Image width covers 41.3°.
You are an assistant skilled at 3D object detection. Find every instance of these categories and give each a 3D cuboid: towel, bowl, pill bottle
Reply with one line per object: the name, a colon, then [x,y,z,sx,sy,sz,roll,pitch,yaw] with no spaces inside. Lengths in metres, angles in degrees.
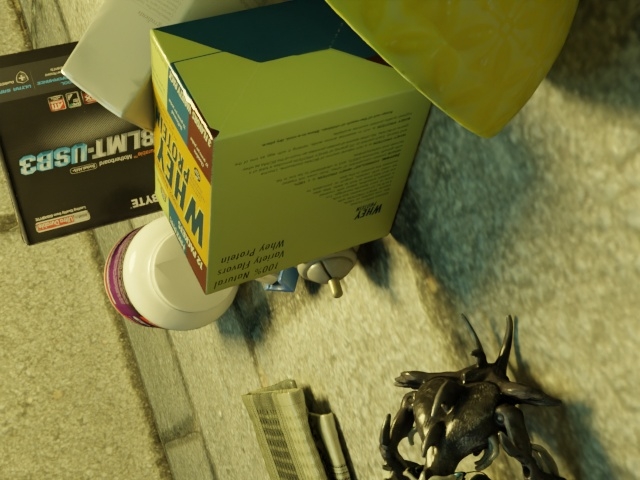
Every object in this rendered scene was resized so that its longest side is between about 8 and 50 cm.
towel: [-0.014,0.360,1.248,0.324,0.056,0.312,69,161,4]
bowl: [0.057,-0.214,0.466,0.156,0.289,0.289,-41,59,19]
pill bottle: [-0.238,0.053,1.366,0.323,0.181,0.182,-10,96,68]

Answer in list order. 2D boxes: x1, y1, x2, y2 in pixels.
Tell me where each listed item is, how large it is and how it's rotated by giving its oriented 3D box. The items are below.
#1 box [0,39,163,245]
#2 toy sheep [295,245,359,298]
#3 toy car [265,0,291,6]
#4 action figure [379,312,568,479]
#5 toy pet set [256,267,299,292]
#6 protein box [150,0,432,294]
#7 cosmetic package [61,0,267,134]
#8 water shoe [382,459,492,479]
box: [-0.369,-0.169,1.367,0.073,0.295,0.294,-174,69,-69]
toy sheep: [0.000,0.000,0.890,0.091,0.091,0.132,116,148,-59]
toy car: [-0.088,-0.216,0.904,0.136,0.159,0.182,-32,-72,-76]
action figure: [0.111,0.202,0.673,0.164,0.276,0.141,3,149,42]
toy pet set: [-0.046,0.001,1.067,0.122,0.065,0.114,144,143,-64]
protein box: [-0.034,-0.087,0.756,0.136,0.199,0.201,59,154,30]
cosmetic package: [-0.122,-0.214,0.774,0.085,0.231,0.117,36,-177,16]
water shoe: [0.136,0.246,0.793,0.203,0.072,0.080,32,113,53]
